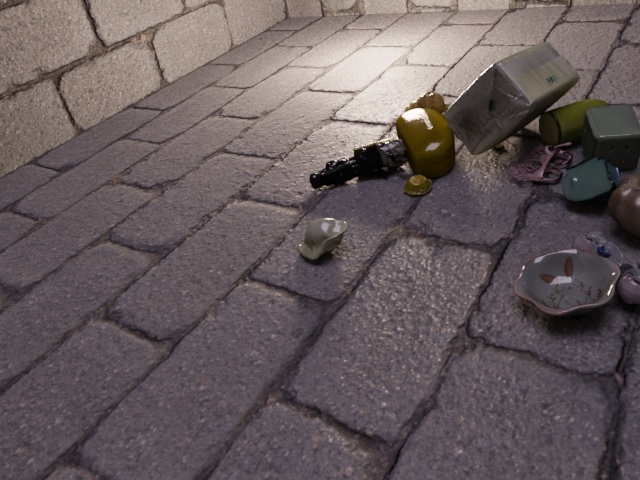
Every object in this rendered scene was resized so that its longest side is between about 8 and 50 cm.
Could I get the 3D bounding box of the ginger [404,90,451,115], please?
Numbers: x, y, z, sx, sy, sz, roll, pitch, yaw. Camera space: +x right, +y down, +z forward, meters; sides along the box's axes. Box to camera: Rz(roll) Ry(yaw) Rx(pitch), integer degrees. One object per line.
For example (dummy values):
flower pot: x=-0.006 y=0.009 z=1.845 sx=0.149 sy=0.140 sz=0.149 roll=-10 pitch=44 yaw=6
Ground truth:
ginger: x=0.424 y=-0.566 z=2.281 sx=0.193 sy=0.123 sz=0.115 roll=5 pitch=58 yaw=33

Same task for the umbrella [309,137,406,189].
umbrella: x=0.133 y=-0.260 z=1.947 sx=0.357 sy=0.113 sz=0.106 roll=-19 pitch=8 yaw=0

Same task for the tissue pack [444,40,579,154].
tissue pack: x=0.644 y=-0.484 z=1.869 sx=0.380 sy=0.297 sz=0.207 roll=-32 pitch=82 yaw=-36

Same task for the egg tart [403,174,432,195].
egg tart: x=0.324 y=-0.187 z=1.836 sx=0.105 sy=0.039 sz=0.105 roll=-7 pitch=36 yaw=5

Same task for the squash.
squash: x=0.887 y=-0.410 z=1.884 sx=0.247 sy=0.133 sz=0.132 roll=-18 pitch=35 yaw=-7

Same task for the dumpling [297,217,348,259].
dumpling: x=0.001 y=-0.001 z=1.627 sx=0.169 sy=0.100 sz=0.134 roll=8 pitch=52 yaw=31

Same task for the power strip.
power strip: x=0.912 y=-0.341 z=1.743 sx=0.139 sy=0.140 sz=0.224 roll=-4 pitch=45 yaw=14

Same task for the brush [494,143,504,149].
brush: x=0.607 y=-0.396 z=2.048 sx=0.043 sy=0.036 sz=0.248 roll=-20 pitch=42 yaw=-3

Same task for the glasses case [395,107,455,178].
glasses case: x=0.383 y=-0.370 z=1.985 sx=0.173 sy=0.141 sz=0.371 roll=-11 pitch=35 yaw=1

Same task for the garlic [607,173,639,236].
garlic: x=0.868 y=-0.086 z=1.416 sx=0.227 sy=0.152 sz=0.228 roll=-16 pitch=33 yaw=10

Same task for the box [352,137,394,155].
box: x=0.200 y=-0.316 z=2.016 sx=0.156 sy=0.089 sz=0.022 roll=-14 pitch=36 yaw=-3

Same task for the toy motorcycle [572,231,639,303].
toy motorcycle: x=0.706 y=0.062 z=1.322 sx=0.112 sy=0.113 sz=0.254 roll=-15 pitch=33 yaw=-3

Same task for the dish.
dish: x=0.575 y=0.117 z=1.283 sx=0.229 sy=0.081 sz=0.229 roll=-18 pitch=31 yaw=11

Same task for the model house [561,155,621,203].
model house: x=0.799 y=-0.158 z=1.583 sx=0.148 sy=0.148 sz=0.120 roll=10 pitch=63 yaw=-32

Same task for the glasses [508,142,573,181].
glasses: x=0.705 y=-0.267 z=1.780 sx=0.162 sy=0.095 sz=0.255 roll=8 pitch=37 yaw=40
